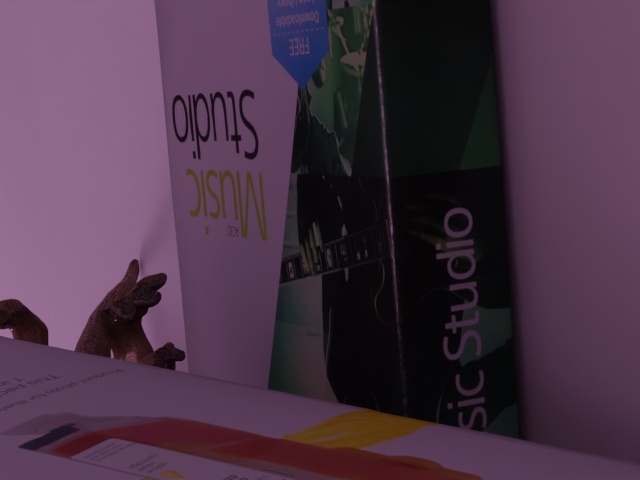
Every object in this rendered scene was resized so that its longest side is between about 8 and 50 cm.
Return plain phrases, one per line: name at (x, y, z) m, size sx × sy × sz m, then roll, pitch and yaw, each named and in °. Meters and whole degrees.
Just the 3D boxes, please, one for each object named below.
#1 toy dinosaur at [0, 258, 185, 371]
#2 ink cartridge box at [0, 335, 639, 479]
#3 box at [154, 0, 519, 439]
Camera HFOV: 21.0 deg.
toy dinosaur at (-0.109, 0.140, 0.951) m, size 0.295 × 0.127 × 0.200 m, roll -115°, pitch 7°, yaw -56°
ink cartridge box at (-0.035, 0.202, 0.576) m, size 0.385 × 0.160 × 0.279 m, roll 7°, pitch 106°, yaw 37°
box at (0.000, 0.000, 0.736) m, size 0.232 × 0.058 × 0.322 m, roll -174°, pitch 77°, yaw -65°
